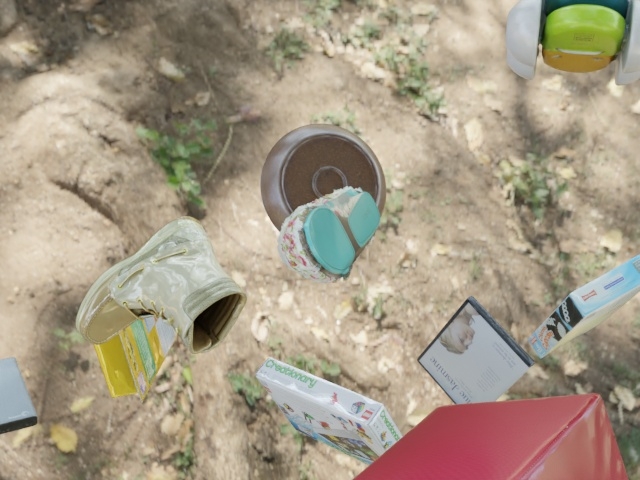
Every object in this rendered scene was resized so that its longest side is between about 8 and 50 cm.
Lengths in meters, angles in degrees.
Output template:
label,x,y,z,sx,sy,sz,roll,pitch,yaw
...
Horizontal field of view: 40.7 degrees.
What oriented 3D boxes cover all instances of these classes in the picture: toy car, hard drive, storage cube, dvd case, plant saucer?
label,x,y,z,sx,sy,sz,roll,pitch,yaw
toy car,0.290,-0.249,0.952,0.159,0.182,0.136,7,92,13
hard drive,-0.468,0.225,1.233,0.094,0.022,0.135,-10,37,-29
storage cube,0.148,0.259,0.741,0.215,0.184,0.193,-17,8,47
dvd case,0.311,0.248,1.773,0.022,0.253,0.180,-29,69,-37
plant saucer,0.008,-0.070,1.097,0.168,0.029,0.169,2,82,-14

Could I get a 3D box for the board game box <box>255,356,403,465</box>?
label,x,y,z,sx,sy,sz,roll,pitch,yaw
board game box,0.028,0.339,1.650,0.305,0.193,0.053,15,55,43

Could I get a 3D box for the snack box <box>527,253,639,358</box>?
label,x,y,z,sx,sy,sz,roll,pitch,yaw
snack box,0.574,0.147,1.852,0.187,0.322,0.060,-26,71,-13

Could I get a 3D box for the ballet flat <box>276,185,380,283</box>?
label,x,y,z,sx,sy,sz,roll,pitch,yaw
ballet flat,0.000,0.000,0.904,0.077,0.091,0.241,-20,2,21

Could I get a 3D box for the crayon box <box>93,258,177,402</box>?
label,x,y,z,sx,sy,sz,roll,pitch,yaw
crayon box,-0.388,0.175,1.757,0.083,0.203,0.323,-12,16,6

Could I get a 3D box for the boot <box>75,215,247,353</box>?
label,x,y,z,sx,sy,sz,roll,pitch,yaw
boot,-0.247,0.110,1.327,0.262,0.095,0.203,-41,51,1
